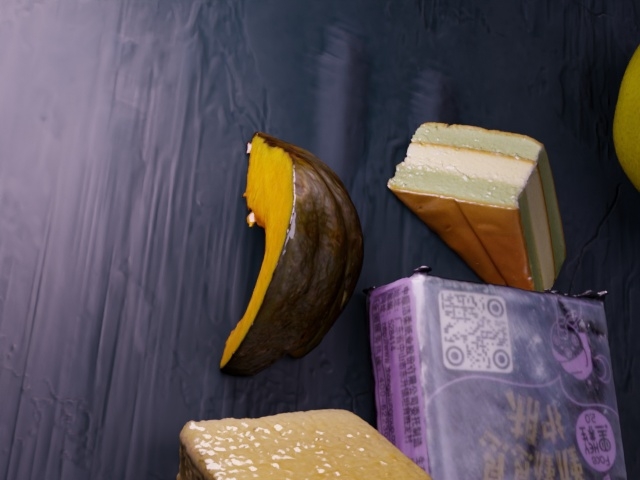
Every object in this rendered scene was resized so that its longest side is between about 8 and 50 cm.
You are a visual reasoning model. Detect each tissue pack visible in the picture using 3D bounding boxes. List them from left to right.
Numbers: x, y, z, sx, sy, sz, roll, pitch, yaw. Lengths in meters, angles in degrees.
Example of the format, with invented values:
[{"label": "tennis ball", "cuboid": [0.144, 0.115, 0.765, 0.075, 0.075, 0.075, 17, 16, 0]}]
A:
[{"label": "tissue pack", "cuboid": [0.176, 0.219, 1.298, 0.259, 0.122, 0.361, 8, 69, -32]}]

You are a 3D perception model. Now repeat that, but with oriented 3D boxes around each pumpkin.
[{"label": "pumpkin", "cuboid": [0.000, 0.000, 1.238, 0.130, 0.149, 0.254, 19, 60, -21]}]

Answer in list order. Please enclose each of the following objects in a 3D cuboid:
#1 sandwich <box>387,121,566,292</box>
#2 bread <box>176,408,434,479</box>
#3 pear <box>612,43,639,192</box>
[{"label": "sandwich", "cuboid": [0.173, -0.019, 1.461, 0.117, 0.144, 0.187, -59, 145, -37]}, {"label": "bread", "cuboid": [0.009, 0.237, 1.061, 0.185, 0.275, 0.114, -2, 112, -30]}, {"label": "pear", "cuboid": [0.476, -0.150, 1.573, 0.294, 0.294, 0.294, 15, 63, -32]}]
